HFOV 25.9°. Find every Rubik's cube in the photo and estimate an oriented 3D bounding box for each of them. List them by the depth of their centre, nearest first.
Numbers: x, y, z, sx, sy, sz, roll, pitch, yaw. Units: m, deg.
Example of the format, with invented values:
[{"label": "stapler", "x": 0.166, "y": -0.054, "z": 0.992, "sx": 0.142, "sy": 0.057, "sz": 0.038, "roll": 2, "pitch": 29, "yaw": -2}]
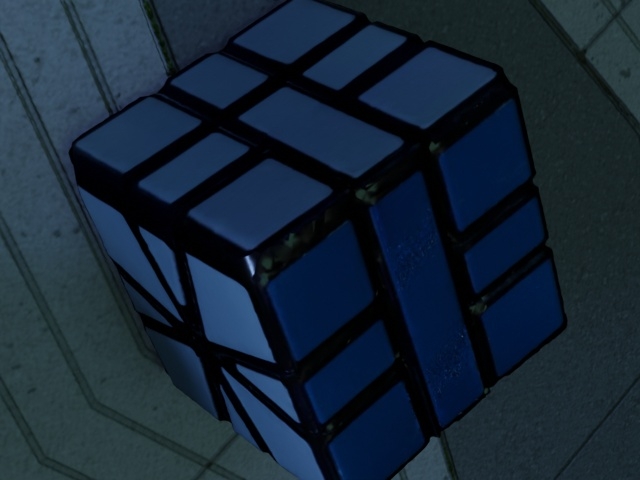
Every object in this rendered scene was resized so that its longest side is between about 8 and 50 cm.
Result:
[{"label": "Rubik's cube", "x": 0.000, "y": 0.000, "z": 1.181, "sx": 0.283, "sy": 0.293, "sz": 0.288, "roll": -39, "pitch": 130, "yaw": -23}]
